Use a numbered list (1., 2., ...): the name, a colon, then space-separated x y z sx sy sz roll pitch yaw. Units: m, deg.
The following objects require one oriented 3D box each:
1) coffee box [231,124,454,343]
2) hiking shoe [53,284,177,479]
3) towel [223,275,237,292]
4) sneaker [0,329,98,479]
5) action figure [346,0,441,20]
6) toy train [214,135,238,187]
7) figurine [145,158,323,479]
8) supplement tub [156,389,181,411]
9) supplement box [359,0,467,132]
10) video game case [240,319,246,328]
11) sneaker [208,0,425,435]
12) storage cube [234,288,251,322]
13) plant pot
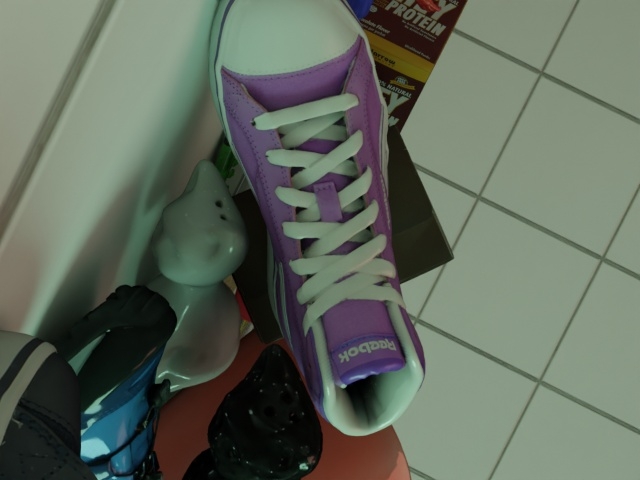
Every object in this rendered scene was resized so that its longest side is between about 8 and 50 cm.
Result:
1. coffee box: 0.000 0.000 0.727 0.168 0.119 0.297 -23 179 -4
2. hiking shoe: -0.129 0.165 0.471 0.113 0.132 0.304 -60 175 -67
3. towel: -0.131 0.074 0.940 0.110 0.027 0.148 -63 179 6
4. sneaker: -0.110 0.184 0.262 0.126 0.127 0.321 117 -17 -48
5. action figure: 0.083 -0.252 0.761 0.280 0.139 0.091 110 5 -57
6. toy train: -0.080 -0.058 0.617 0.023 0.017 0.083 -44 163 -53
7. figurine: -0.065 0.081 0.501 0.209 0.092 0.215 115 -42 -54
8. supplement tub: -0.172 0.205 0.935 0.071 0.071 0.107 -65 179 43
9. supplement box: 0.097 -0.262 1.075 0.191 0.129 0.194 -62 178 -31
10. video game case: -0.201 0.246 1.406 0.275 0.035 0.248 -63 179 0
11. sneaker: 0.013 -0.008 0.443 0.161 0.102 0.282 -115 -170 -56
12. storage cube: -0.002 0.020 1.123 0.184 0.214 0.193 -60 170 -56
13. plant pot: -0.085 0.256 0.789 0.243 0.275 0.275 -29 159 -33
